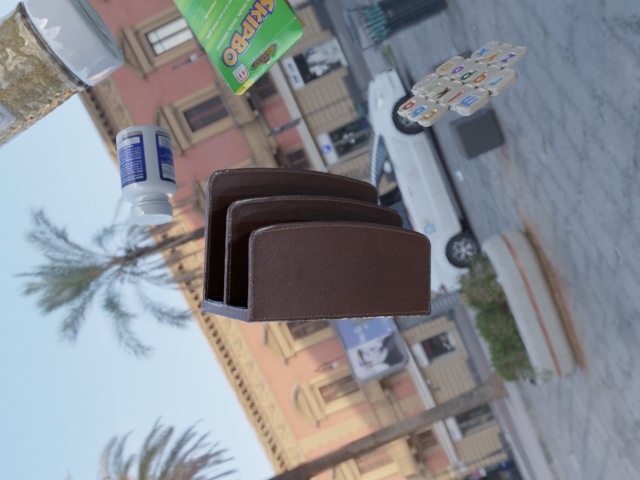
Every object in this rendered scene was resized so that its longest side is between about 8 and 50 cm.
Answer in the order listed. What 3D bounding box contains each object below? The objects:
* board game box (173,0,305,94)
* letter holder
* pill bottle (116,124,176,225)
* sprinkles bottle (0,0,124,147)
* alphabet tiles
[{"bbox_3d":[-0.122,-0.318,0.939,0.260,0.124,0.039,58,-159,21],"label":"board game box"},{"bbox_3d":[0.000,0.000,1.035,0.152,0.301,0.215,2,90,57],"label":"letter holder"},{"bbox_3d":[-0.355,-0.131,1.477,0.112,0.111,0.187,44,-143,-75],"label":"pill bottle"},{"bbox_3d":[-0.403,-0.156,0.829,0.121,0.355,0.121,56,-176,-6],"label":"sprinkles bottle"},{"bbox_3d":[0.311,-0.346,1.587,0.021,0.278,0.284,55,178,-27],"label":"alphabet tiles"}]
